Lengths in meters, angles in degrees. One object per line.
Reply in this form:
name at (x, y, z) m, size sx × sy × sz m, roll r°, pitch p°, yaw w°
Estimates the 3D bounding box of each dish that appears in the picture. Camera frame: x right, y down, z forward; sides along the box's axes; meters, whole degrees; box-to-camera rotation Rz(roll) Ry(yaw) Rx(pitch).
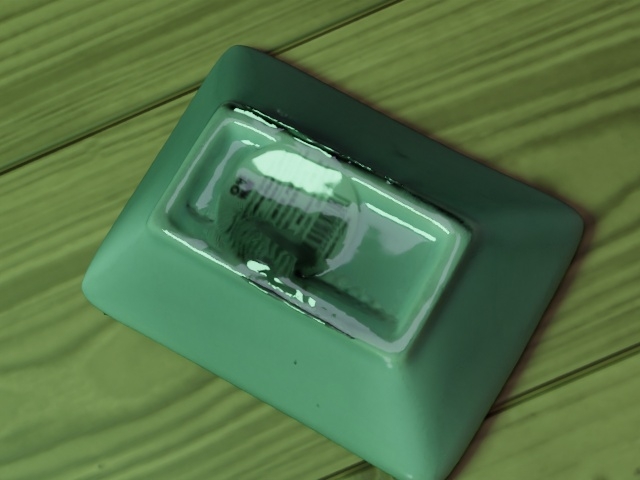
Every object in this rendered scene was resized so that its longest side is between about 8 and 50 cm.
dish at (0.000, 0.000, 0.854) m, size 0.243 × 0.080 × 0.182 m, roll 28°, pitch 80°, yaw 17°
